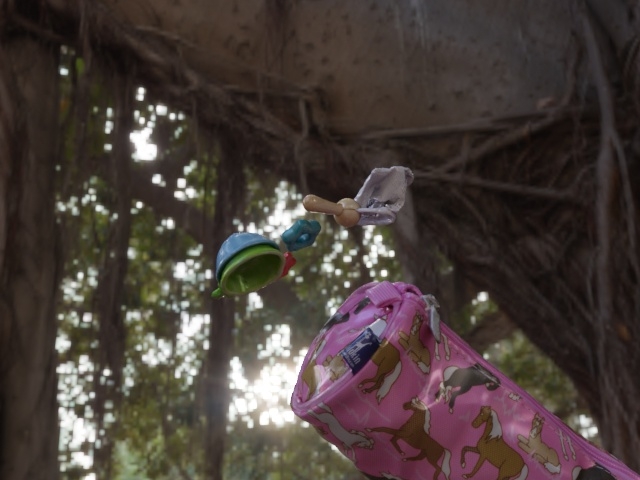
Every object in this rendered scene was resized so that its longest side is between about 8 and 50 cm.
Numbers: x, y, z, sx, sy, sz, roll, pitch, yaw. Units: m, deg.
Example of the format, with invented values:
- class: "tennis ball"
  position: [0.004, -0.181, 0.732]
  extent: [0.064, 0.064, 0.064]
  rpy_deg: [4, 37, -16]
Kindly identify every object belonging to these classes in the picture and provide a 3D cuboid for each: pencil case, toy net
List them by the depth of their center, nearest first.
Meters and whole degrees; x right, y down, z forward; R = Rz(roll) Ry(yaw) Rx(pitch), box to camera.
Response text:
- class: "pencil case"
  position: [0.157, 0.208, 1.016]
  extent: [0.386, 0.160, 0.167]
  rpy_deg: [40, -34, -11]
- class: "toy net"
  position: [0.000, 0.000, 1.033]
  extent: [0.232, 0.045, 0.122]
  rpy_deg: [-23, -31, -15]
